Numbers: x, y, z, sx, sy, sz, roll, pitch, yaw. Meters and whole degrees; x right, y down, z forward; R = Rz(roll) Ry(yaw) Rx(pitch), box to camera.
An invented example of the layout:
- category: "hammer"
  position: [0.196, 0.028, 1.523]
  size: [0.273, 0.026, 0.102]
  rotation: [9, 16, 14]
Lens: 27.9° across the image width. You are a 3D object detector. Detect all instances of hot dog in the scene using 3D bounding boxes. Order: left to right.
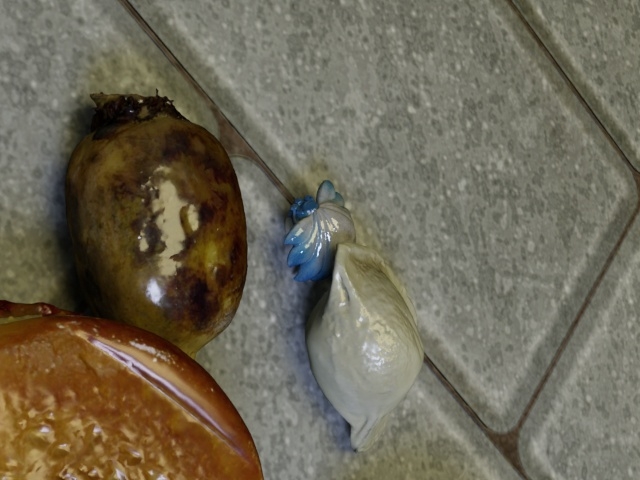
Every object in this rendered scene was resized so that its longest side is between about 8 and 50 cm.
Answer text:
- category: "hot dog"
  position: [-0.199, 0.190, 1.086]
  size: [0.405, 0.185, 0.223]
  rotation: [44, 56, -21]

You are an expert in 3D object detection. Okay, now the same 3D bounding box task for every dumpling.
- category: "dumpling"
  position: [0.056, 0.100, 1.367]
  size: [0.216, 0.126, 0.166]
  rotation: [59, 34, -5]

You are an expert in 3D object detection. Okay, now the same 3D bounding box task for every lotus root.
- category: "lotus root"
  position: [-0.149, -0.003, 1.211]
  size: [0.169, 0.141, 0.314]
  rotation: [-5, 81, -36]

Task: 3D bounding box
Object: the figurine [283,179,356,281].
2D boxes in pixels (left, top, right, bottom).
- category: "figurine"
  position: [0.000, 0.000, 1.387]
  size: [0.114, 0.079, 0.114]
  rotation: [7, 90, -71]
